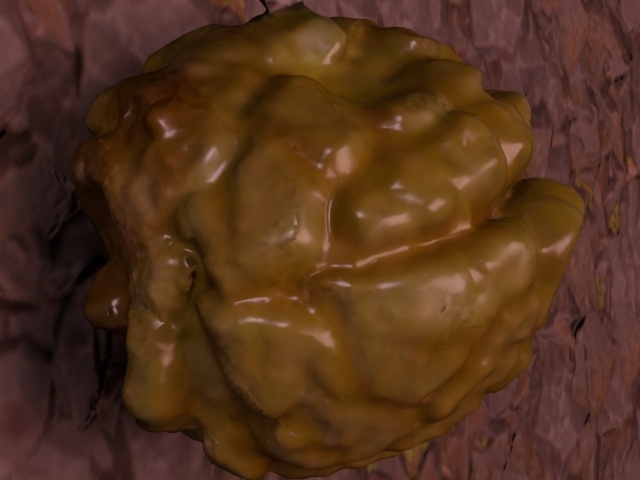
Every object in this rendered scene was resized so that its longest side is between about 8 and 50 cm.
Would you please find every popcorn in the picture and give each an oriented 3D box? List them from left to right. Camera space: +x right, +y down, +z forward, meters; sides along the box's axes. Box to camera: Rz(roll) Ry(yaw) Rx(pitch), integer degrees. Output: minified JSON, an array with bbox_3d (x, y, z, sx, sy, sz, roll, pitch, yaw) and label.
[{"bbox_3d":[-0.001,-0.009,0.420,0.173,0.173,0.142,-65,144,-32],"label":"popcorn"}]
